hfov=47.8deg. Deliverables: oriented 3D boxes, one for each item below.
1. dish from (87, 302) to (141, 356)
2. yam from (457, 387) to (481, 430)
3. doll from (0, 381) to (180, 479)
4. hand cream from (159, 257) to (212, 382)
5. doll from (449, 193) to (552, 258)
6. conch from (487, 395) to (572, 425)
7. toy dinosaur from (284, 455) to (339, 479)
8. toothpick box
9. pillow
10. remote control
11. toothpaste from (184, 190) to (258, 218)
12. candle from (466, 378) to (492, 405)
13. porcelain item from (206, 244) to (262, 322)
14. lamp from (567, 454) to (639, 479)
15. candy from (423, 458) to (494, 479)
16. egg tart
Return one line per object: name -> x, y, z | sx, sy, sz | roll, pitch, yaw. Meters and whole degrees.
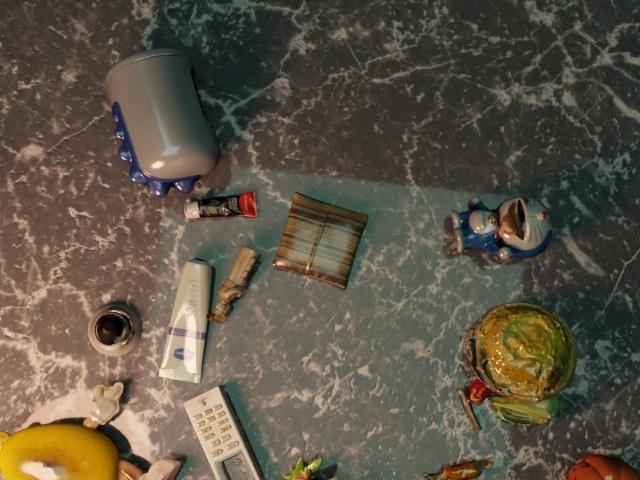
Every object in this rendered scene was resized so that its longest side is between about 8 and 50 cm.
dish -> -0.542, 0.230, 1.868 | 0.141, 0.078, 0.141 | 0, 81, 0
yam -> 0.382, 0.435, 1.857 | 0.021, 0.021, 0.116 | -24, 83, -3
doll -> -0.564, 0.562, 1.787 | 0.348, 0.161, 0.423 | -36, 84, -18
hand cream -> -0.342, 0.206, 1.892 | 0.109, 0.067, 0.321 | 9, 89, 1
doll -> 0.465, -0.039, 1.862 | 0.256, 0.161, 0.215 | -5, 56, 3
conch -> 0.534, 0.423, 1.831 | 0.200, 0.079, 0.095 | -11, 94, 16
toy dinosaur -> -0.045, 0.611, 1.756 | 0.194, 0.177, 0.152 | -9, 82, -3
toothpick box -> -0.407, -0.284, 1.861 | 0.263, 0.263, 0.355 | -19, 83, -2
pillow -> 0.000, 0.000, 1.909 | 0.208, 0.052, 0.212 | 18, 83, 0
remote control -> -0.244, 0.517, 1.833 | 0.103, 0.055, 0.277 | -25, 82, -2
toothpaste -> -0.266, -0.092, 1.933 | 0.193, 0.045, 0.071 | -5, 82, -6
candle -> 0.421, 0.370, 1.843 | 0.130, 0.052, 0.052 | -42, 83, -14
porcelain item -> -0.227, 0.119, 1.885 | 0.054, 0.084, 0.213 | 29, 82, -24
lamp -> 0.695, 0.617, 1.755 | 0.187, 0.164, 0.188 | 0, 81, -2
candy -> 0.352, 0.588, 1.820 | 0.182, 0.053, 0.046 | -14, 89, 0
egg tart -> 0.510, 0.265, 1.807 | 0.290, 0.107, 0.291 | 1, 60, -2
